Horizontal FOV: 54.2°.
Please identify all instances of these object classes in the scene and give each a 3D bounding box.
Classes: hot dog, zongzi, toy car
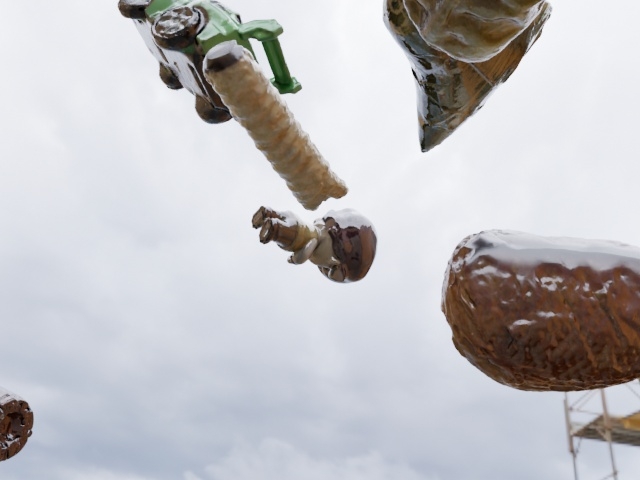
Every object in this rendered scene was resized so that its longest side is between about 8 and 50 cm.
[{"bbox_3d":[0.225,0.059,0.590,0.226,0.161,0.099,6,-27,3],"label":"hot dog"},{"bbox_3d":[0.203,-0.312,1.154,0.356,0.174,0.393,-7,-39,-45],"label":"zongzi"},{"bbox_3d":[-0.215,-0.360,1.158,0.358,0.176,0.213,43,-14,37],"label":"toy car"}]

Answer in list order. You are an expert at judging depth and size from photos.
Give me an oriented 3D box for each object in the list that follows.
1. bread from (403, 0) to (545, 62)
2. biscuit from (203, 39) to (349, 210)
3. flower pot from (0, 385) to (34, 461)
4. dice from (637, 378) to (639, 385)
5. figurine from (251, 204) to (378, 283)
[{"bbox_3d":[0.171,-0.286,0.624,0.130,0.152,0.268,-31,-8,-16],"label":"bread"},{"bbox_3d":[-0.043,-0.114,0.667,0.061,0.055,0.219,-20,-50,21],"label":"biscuit"},{"bbox_3d":[-0.390,0.208,0.718,0.089,0.111,0.111,7,-34,20],"label":"flower pot"},{"bbox_3d":[0.431,0.091,0.660,0.169,0.169,0.166,-13,-1,39],"label":"dice"},{"bbox_3d":[-0.010,0.018,1.682,0.364,0.218,0.206,1,-67,-30],"label":"figurine"}]
